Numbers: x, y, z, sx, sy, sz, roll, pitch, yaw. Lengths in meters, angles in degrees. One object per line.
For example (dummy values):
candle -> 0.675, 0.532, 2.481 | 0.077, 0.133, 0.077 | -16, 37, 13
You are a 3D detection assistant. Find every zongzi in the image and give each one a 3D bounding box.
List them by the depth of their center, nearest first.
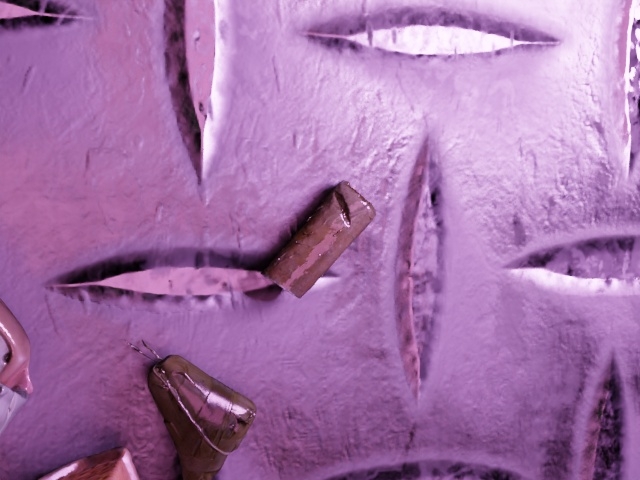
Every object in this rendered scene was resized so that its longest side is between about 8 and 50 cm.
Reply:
zongzi -> -0.157, 0.182, 1.083 | 0.154, 0.062, 0.130 | 34, 99, -13

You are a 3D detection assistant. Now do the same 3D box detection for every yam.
yam -> 0.000, 0.000, 1.100 | 0.054, 0.054, 0.132 | 43, 86, -18

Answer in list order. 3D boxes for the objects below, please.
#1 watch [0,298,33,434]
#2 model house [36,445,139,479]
watch -> -0.355, 0.089, 0.905 | 0.162, 0.241, 0.253 | -44, 108, -8
model house -> -0.211, 0.306, 1.033 | 0.167, 0.172, 0.182 | -20, 95, 0
